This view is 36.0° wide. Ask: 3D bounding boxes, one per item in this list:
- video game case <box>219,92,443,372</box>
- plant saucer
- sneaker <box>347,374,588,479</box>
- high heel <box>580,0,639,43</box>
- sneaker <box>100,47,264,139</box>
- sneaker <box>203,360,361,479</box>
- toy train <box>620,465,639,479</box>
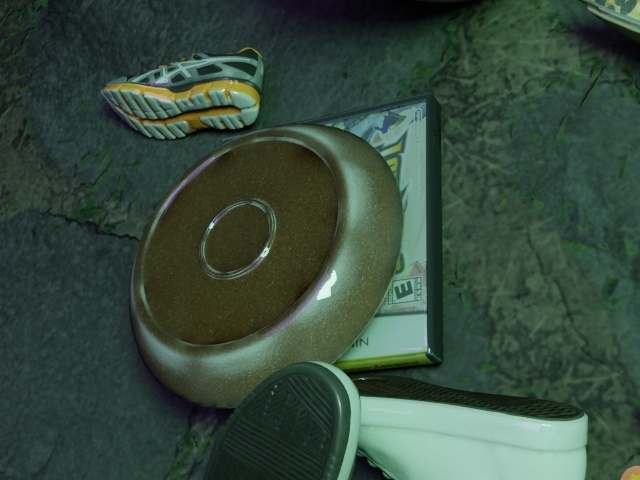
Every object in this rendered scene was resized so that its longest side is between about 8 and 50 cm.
[{"bbox_3d":[0.000,0.000,0.984,0.248,0.035,0.275,-9,64,25],"label":"video game case"},{"bbox_3d":[-0.070,0.007,0.949,0.310,0.050,0.311,-17,54,25],"label":"plant saucer"},{"bbox_3d":[0.081,0.185,0.833,0.290,0.106,0.123,4,96,41],"label":"sneaker"},{"bbox_3d":[0.367,-0.235,0.829,0.261,0.093,0.186,22,99,19],"label":"high heel"},{"bbox_3d":[-0.153,-0.172,1.123,0.215,0.084,0.083,3,59,26],"label":"sneaker"},{"bbox_3d":[0.002,0.216,0.784,0.124,0.178,0.295,39,118,34],"label":"sneaker"},{"bbox_3d":[0.278,0.152,0.736,0.166,0.046,0.125,-70,17,-7],"label":"toy train"}]
